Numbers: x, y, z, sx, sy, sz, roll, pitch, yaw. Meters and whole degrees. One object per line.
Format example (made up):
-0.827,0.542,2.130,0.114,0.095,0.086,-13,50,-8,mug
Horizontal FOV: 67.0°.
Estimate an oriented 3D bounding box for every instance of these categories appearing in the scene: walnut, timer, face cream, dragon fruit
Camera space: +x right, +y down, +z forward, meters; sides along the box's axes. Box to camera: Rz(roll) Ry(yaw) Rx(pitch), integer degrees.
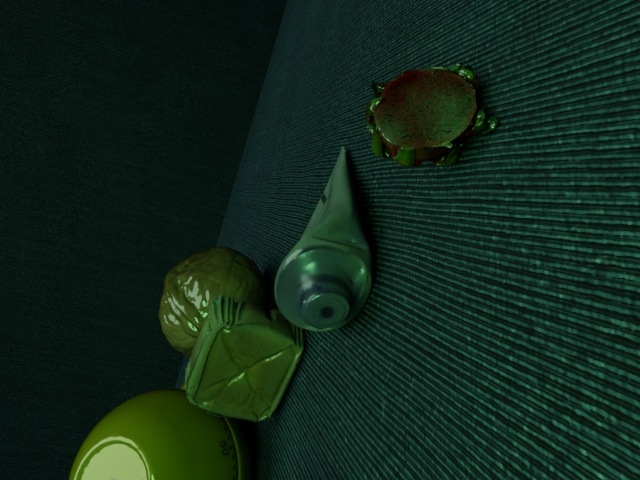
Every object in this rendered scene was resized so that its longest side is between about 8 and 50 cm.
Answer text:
-0.273,0.156,1.231,0.313,0.277,0.252,-107,-1,-67,walnut
-0.291,0.481,0.973,0.387,0.376,0.376,46,-130,-60,timer
0.000,0.000,0.833,0.420,0.137,0.235,-92,23,-63,face cream
0.123,-0.152,0.598,0.138,0.142,0.175,-35,-4,-4,dragon fruit

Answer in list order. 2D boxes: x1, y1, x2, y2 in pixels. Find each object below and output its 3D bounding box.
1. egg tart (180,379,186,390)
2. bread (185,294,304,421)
-0.341,0.463,1.298,0.315,0.120,0.315,-58,12,21,egg tart
-0.147,0.220,0.921,0.110,0.192,0.210,-117,45,-68,bread
